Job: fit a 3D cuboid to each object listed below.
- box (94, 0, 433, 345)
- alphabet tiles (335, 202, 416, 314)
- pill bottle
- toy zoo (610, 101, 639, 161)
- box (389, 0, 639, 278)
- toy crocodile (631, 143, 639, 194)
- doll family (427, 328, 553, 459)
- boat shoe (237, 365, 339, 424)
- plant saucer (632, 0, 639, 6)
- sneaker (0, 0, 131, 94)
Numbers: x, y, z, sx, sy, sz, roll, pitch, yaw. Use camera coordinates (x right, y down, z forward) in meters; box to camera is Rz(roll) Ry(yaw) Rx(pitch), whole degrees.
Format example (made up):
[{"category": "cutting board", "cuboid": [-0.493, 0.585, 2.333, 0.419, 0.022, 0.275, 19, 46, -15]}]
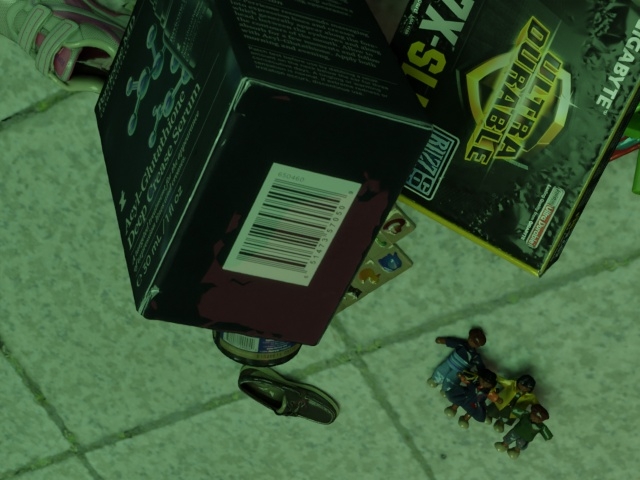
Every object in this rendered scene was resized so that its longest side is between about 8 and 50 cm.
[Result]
[{"category": "box", "cuboid": [-0.081, -0.133, 1.505, 0.212, 0.395, 0.293, 12, 122, -25]}, {"category": "alphabet tiles", "cuboid": [0.000, 0.000, 1.832, 0.237, 0.009, 0.198, -35, 106, 30]}, {"category": "pill bottle", "cuboid": [-0.072, 0.045, 1.801, 0.123, 0.123, 0.219, 13, 123, 8]}, {"category": "toy zoo", "cuboid": [0.275, -0.099, 1.596, 0.293, 0.192, 0.030, -26, 76, 28]}, {"category": "box", "cuboid": [0.196, -0.163, 1.464, 0.257, 0.079, 0.322, 31, 114, 16]}, {"category": "toy crocodile", "cuboid": [0.527, -0.055, 1.589, 0.341, 0.105, 0.115, 7, 78, 5]}, {"category": "doll family", "cuboid": [0.228, 0.198, 1.851, 0.193, 0.076, 0.111, 31, 128, 0]}, {"category": "boat shoe", "cuboid": [-0.049, 0.225, 1.957, 0.152, 0.049, 0.056, 24, 123, 0]}, {"category": "plant saucer", "cuboid": [0.458, -0.303, 1.317, 0.401, 0.400, 0.100, -2, 143, 17]}, {"category": "sneaker", "cuboid": [-0.313, -0.250, 1.705, 0.252, 0.111, 0.103, 23, 124, 1]}]
